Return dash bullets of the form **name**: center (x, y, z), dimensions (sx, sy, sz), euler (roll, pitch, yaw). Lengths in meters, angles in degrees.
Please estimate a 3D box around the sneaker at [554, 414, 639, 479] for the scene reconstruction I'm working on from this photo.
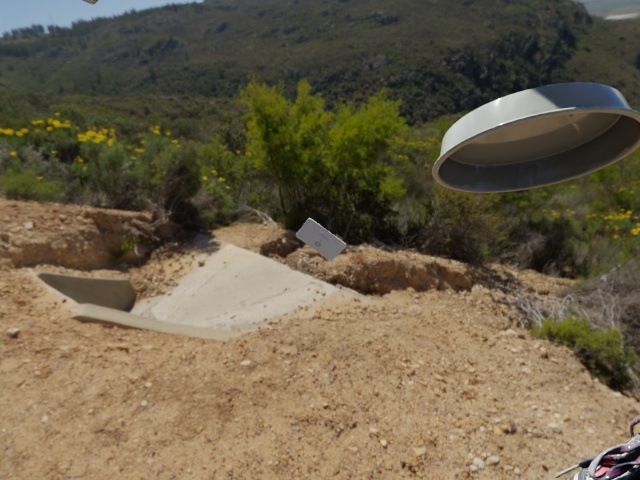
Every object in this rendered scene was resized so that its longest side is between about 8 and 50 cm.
- **sneaker**: center (0.267, 0.196, 0.319), dimensions (0.299, 0.112, 0.121), euler (-16, 15, -19)

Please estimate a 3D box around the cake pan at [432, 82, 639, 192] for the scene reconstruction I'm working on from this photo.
- **cake pan**: center (0.322, -0.147, 0.621), dimensions (0.293, 0.054, 0.293), euler (-2, -12, 0)

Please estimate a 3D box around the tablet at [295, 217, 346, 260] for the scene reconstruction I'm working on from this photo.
- **tablet**: center (0.000, 0.000, 0.728), dimensions (0.083, 0.054, 0.006), euler (36, 40, -6)

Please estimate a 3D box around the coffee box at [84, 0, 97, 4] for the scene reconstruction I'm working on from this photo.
- **coffee box**: center (-0.446, -0.630, 0.727), dimensions (0.119, 0.297, 0.168), euler (17, 52, -15)
